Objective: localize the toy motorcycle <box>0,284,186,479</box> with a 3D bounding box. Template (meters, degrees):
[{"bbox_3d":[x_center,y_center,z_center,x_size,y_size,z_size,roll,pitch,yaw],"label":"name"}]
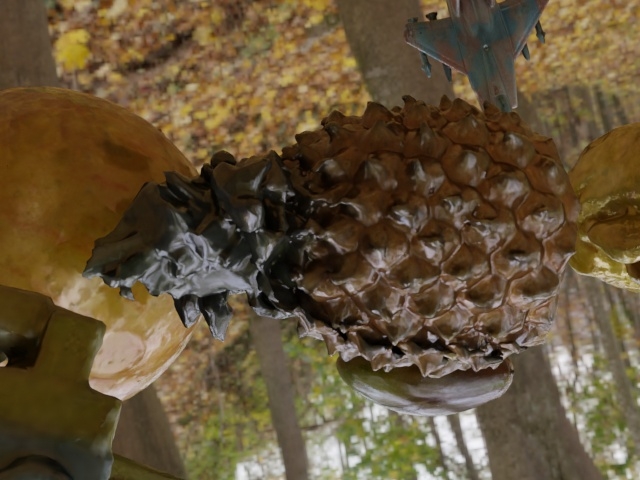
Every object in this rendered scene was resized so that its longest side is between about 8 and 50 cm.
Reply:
[{"bbox_3d":[-0.245,0.077,0.343,0.410,0.168,0.237,17,159,-21],"label":"toy motorcycle"}]

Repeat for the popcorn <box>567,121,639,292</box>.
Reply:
[{"bbox_3d":[0.361,-0.035,0.985,0.191,0.190,0.253,10,-176,-23],"label":"popcorn"}]

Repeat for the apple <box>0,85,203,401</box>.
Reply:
[{"bbox_3d":[-0.234,0.018,0.790,0.299,0.298,0.275,-12,148,24],"label":"apple"}]

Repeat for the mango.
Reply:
[{"bbox_3d":[0.150,0.195,1.293,0.268,0.111,0.133,5,-177,-19],"label":"mango"}]

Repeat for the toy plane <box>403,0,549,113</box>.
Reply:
[{"bbox_3d":[0.250,-0.260,1.354,0.223,0.326,0.104,-16,-168,-1],"label":"toy plane"}]

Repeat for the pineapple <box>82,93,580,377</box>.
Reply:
[{"bbox_3d":[-0.001,-0.001,0.675,0.358,0.222,0.223,-2,171,-21],"label":"pineapple"}]
